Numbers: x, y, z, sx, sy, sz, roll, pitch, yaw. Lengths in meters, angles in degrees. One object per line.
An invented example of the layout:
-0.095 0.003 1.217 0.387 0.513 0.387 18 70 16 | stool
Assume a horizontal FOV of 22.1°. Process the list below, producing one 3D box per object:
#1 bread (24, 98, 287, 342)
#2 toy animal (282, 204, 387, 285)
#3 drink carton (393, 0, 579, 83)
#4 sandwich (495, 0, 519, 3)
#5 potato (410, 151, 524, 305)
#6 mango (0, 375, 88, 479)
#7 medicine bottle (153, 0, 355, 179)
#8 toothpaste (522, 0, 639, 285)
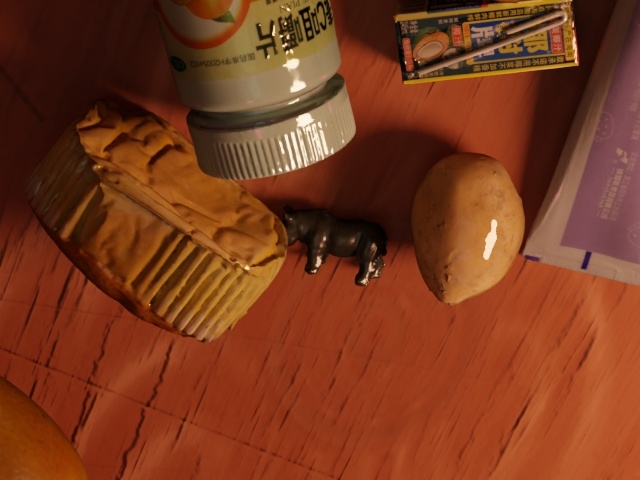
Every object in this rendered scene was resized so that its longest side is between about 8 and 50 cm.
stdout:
-0.161 -0.017 1.581 0.250 0.179 0.133 36 113 -2 | bread
0.000 0.000 1.639 0.135 0.047 0.065 12 109 4 | toy animal
0.155 -0.193 1.527 0.165 0.056 0.071 -6 116 10 | drink carton
0.102 -0.316 1.460 0.258 0.096 0.094 38 119 -11 | sandwich
0.143 -0.013 1.585 0.112 0.112 0.147 5 107 5 | potato
-0.416 0.237 1.708 0.378 0.221 0.264 30 118 4 | mango
-0.075 -0.230 1.486 0.158 0.158 0.318 -9 112 12 | medicine bottle
0.290 -0.121 1.534 0.125 0.080 0.371 12 120 2 | toothpaste
